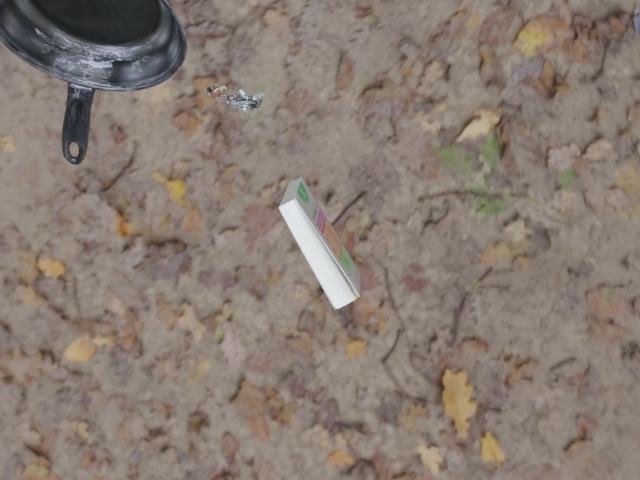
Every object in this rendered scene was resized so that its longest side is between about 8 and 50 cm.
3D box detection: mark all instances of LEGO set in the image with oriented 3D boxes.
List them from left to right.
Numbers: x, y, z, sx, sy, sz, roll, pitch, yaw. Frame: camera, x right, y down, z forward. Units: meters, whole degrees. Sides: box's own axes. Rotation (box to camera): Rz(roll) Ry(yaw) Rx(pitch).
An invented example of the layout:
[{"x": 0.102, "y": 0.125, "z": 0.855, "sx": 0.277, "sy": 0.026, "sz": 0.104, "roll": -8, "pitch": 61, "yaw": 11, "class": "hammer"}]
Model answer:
[{"x": -0.096, "y": -0.161, "z": 1.147, "sx": 0.054, "sy": 0.083, "sz": 0.024, "roll": -6, "pitch": 82, "yaw": 54, "class": "LEGO set"}]

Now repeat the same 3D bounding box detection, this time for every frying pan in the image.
[{"x": -0.213, "y": -0.180, "z": 0.996, "sx": 0.197, "sy": 0.053, "sz": 0.326, "roll": 3, "pitch": 152, "yaw": 10, "class": "frying pan"}]

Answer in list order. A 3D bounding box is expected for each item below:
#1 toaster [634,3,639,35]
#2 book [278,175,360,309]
[{"x": 0.215, "y": -0.019, "z": 0.329, "sx": 0.146, "sy": 0.129, "sz": 0.227, "roll": -19, "pitch": 88, "yaw": 39, "class": "toaster"}, {"x": 0.000, "y": 0.000, "z": 1.203, "sx": 0.035, "sy": 0.096, "sz": 0.144, "roll": -28, "pitch": 106, "yaw": 14, "class": "book"}]
